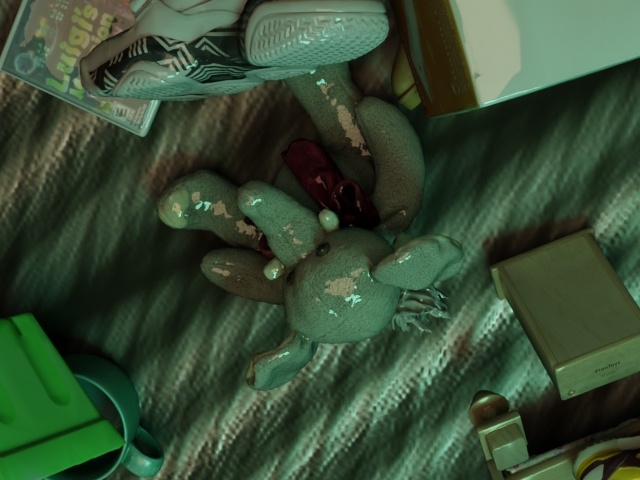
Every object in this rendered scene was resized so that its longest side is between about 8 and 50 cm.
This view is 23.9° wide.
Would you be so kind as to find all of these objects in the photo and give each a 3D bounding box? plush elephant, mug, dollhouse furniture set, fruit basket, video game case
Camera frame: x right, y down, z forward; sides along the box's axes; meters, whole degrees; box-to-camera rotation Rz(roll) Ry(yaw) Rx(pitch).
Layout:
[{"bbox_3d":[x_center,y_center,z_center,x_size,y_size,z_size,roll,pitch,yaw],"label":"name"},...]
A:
[{"bbox_3d":[0.000,0.000,1.479,0.272,0.255,0.330,-41,96,14],"label":"plush elephant"},{"bbox_3d":[-0.254,0.200,1.642,0.129,0.097,0.157,-27,100,12],"label":"mug"},{"bbox_3d":[0.308,0.174,1.600,0.303,0.174,0.355,-21,130,-1],"label":"dollhouse furniture set"},{"bbox_3d":[-0.392,0.294,1.493,0.392,0.283,0.392,2,96,24],"label":"fruit basket"},{"bbox_3d":[-0.224,-0.228,1.569,0.173,0.022,0.190,25,106,0],"label":"video game case"}]

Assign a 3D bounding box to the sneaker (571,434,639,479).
[{"bbox_3d":[0.345,0.223,1.483,0.186,0.084,0.069,-21,130,-1],"label":"sneaker"}]

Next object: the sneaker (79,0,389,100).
[{"bbox_3d":[-0.096,-0.253,1.438,0.366,0.137,0.210,-9,86,41],"label":"sneaker"}]

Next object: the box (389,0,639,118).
[{"bbox_3d":[0.156,-0.230,1.278,0.168,0.345,0.215,-18,93,-1],"label":"box"}]

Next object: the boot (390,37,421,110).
[{"bbox_3d":[0.044,-0.293,1.492,0.269,0.089,0.236,31,93,-3],"label":"boot"}]
